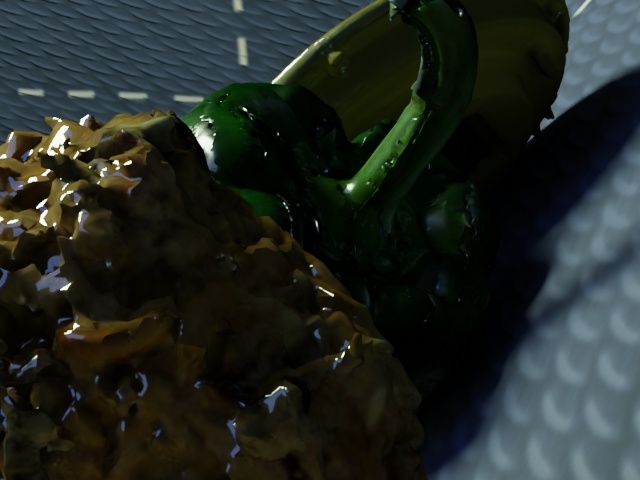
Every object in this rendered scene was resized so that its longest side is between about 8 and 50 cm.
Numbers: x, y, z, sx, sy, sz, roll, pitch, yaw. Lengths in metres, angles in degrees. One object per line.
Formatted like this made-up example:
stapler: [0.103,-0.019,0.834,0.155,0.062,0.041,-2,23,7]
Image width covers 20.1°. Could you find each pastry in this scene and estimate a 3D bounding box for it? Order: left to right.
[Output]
pastry: [-0.051,0.082,0.622,0.193,0.274,0.275,-12,-4,-21]

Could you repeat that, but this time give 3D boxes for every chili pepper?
chili pepper: [0.000,0.000,0.840,0.261,0.174,0.165,-51,18,44]

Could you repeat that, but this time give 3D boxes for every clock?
clock: [0.049,-0.051,0.986,0.237,0.057,0.237,-29,-26,-15]
